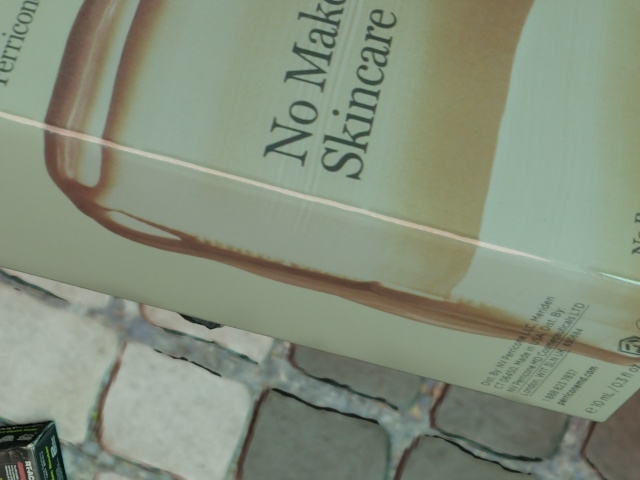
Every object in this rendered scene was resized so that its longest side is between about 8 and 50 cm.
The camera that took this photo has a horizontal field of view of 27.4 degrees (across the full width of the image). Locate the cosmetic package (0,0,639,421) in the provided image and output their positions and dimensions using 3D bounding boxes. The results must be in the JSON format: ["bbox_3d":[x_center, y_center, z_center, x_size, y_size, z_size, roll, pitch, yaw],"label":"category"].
[{"bbox_3d":[0.008,-0.044,0.557,0.296,0.153,0.129,13,151,-3],"label":"cosmetic package"}]

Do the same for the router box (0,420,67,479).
[{"bbox_3d":[-0.186,0.166,0.740,0.092,0.038,0.122,-6,104,9],"label":"router box"}]

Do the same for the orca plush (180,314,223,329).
[{"bbox_3d":[0.000,0.000,0.667,0.287,0.102,0.151,9,61,-6],"label":"orca plush"}]
